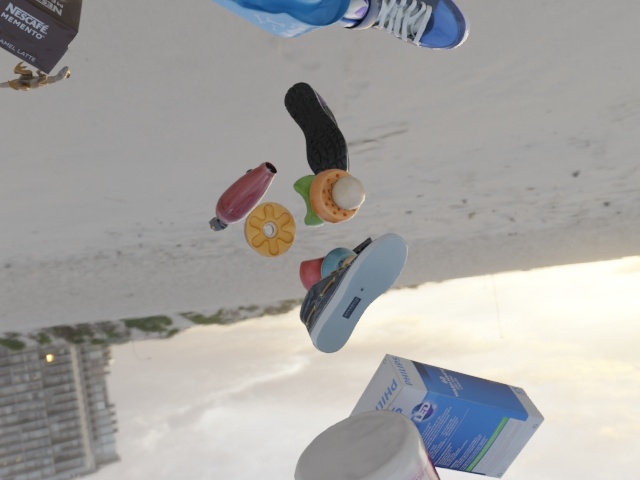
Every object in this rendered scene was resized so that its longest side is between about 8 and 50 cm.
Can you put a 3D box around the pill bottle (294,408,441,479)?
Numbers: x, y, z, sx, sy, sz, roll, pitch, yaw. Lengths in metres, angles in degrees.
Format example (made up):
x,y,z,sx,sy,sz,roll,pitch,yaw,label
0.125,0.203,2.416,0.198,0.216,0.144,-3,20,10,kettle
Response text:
x,y,z,sx,sy,sz,roll,pitch,yaw,label
0.099,0.384,0.836,0.169,0.301,0.169,-23,-167,6,pill bottle

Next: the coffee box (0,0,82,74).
x,y,z,sx,sy,sz,roll,pitch,yaw,label
-0.467,-0.405,1.066,0.141,0.246,0.098,28,125,-38,coffee box

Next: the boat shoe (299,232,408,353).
x,y,z,sx,sy,sz,roll,pitch,yaw,label
0.036,0.056,0.876,0.065,0.183,0.083,33,-173,-32,boat shoe

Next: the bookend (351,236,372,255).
x,y,z,sx,sy,sz,roll,pitch,yaw,label
0.136,0.078,1.846,0.156,0.072,0.157,-36,-152,-18,bookend

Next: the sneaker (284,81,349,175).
x,y,z,sx,sy,sz,roll,pitch,yaw,label
0.019,-0.254,1.610,0.107,0.283,0.124,-29,159,22,sneaker

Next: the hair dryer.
x,y,z,sx,sy,sz,roll,pitch,yaw,label
-0.188,-0.137,1.622,0.080,0.223,0.293,35,161,-19,hair dryer

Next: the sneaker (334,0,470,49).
x,y,z,sx,sy,sz,roll,pitch,yaw,label
0.126,-0.452,1.317,0.323,0.130,0.236,32,-139,6,sneaker

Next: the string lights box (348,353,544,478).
x,y,z,sx,sy,sz,roll,pitch,yaw,label
0.188,0.268,0.987,0.260,0.133,0.076,18,-157,-23,string lights box

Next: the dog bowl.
x,y,z,sx,sy,sz,roll,pitch,yaw,label
-0.096,-0.379,0.876,0.297,0.166,0.074,21,157,-29,dog bowl

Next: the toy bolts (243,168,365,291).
x,y,z,sx,sy,sz,roll,pitch,yaw,label
0.000,0.000,1.191,0.218,0.228,0.158,-26,-170,-29,toy bolts

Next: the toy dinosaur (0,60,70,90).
x,y,z,sx,sy,sz,roll,pitch,yaw,label
-0.686,-0.362,1.516,0.212,0.064,0.112,-7,180,-1,toy dinosaur
